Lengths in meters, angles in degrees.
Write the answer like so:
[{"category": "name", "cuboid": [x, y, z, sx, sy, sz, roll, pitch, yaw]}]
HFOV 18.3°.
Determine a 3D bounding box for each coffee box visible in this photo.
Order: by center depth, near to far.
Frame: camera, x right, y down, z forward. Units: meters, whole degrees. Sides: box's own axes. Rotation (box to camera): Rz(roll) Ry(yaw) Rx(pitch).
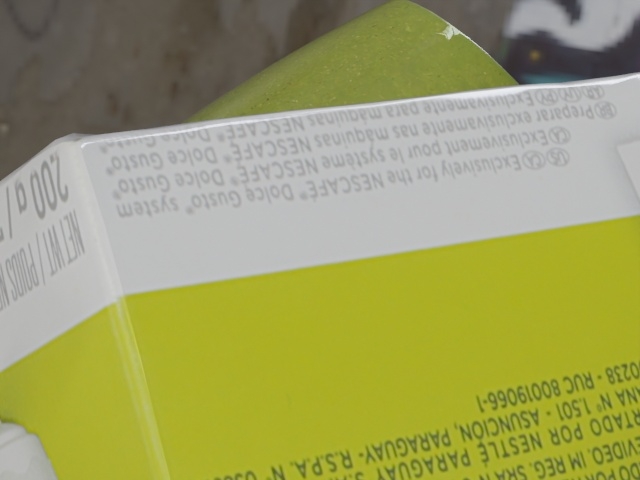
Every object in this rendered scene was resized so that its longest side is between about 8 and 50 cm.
[{"category": "coffee box", "cuboid": [0.034, 0.158, 0.652, 0.338, 0.338, 0.334, -9, 77, -35]}]

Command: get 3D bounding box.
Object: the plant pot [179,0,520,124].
[{"category": "plant pot", "cuboid": [0.000, 0.000, 1.252, 0.293, 0.275, 0.275, -48, 155, -6]}]
